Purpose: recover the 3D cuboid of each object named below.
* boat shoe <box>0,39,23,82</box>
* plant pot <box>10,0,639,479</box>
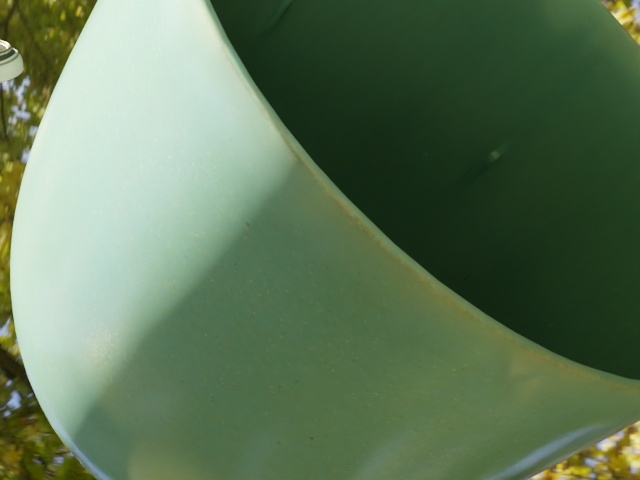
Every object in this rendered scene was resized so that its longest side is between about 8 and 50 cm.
[{"bbox_3d":[-0.263,-0.133,0.826,0.142,0.040,0.049,11,-146,14],"label":"boat shoe"},{"bbox_3d":[0.000,0.000,0.560,0.293,0.235,0.293,28,-142,-24],"label":"plant pot"}]
